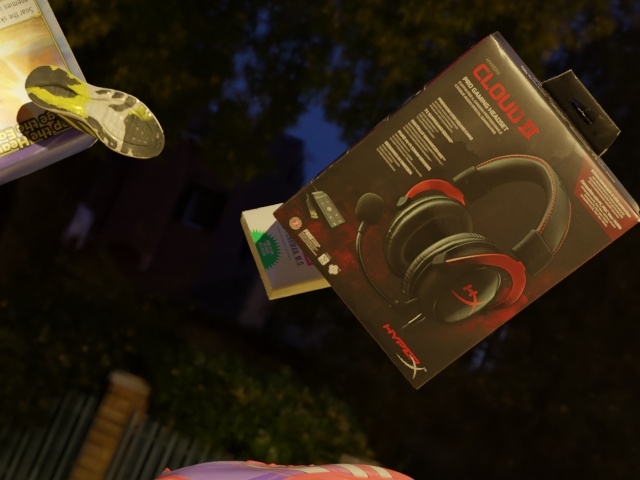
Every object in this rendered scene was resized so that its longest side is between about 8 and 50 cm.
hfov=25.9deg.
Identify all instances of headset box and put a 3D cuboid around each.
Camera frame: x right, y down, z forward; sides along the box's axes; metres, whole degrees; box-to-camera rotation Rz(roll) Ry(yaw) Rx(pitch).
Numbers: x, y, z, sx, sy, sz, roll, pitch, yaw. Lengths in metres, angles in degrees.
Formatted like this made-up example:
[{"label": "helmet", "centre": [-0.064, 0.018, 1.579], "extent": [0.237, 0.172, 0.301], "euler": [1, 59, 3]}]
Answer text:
[{"label": "headset box", "centre": [0.139, -0.040, 1.301], "extent": [0.218, 0.293, 0.110], "euler": [51, 13, -2]}]

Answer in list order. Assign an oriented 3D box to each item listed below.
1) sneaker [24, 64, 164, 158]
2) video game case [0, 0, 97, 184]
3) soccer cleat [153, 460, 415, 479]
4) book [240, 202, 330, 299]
[{"label": "sneaker", "centre": [-0.123, -0.072, 0.775], "extent": [0.083, 0.031, 0.035], "euler": [31, -4, -1]}, {"label": "video game case", "centre": [-0.297, -0.118, 0.794], "extent": [0.244, 0.269, 0.061], "euler": [64, -21, 2]}, {"label": "soccer cleat", "centre": [-0.030, 0.210, 1.141], "extent": [0.248, 0.083, 0.095], "euler": [-7, 24, 10]}, {"label": "book", "centre": [0.000, 0.000, 1.441], "extent": [0.144, 0.096, 0.035], "euler": [-14, -25, -18]}]
